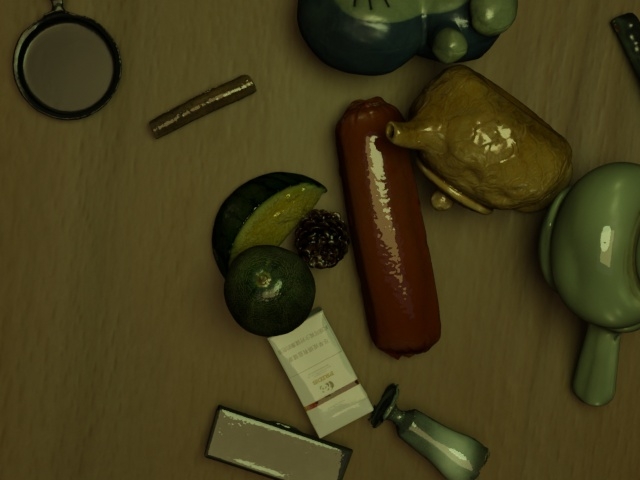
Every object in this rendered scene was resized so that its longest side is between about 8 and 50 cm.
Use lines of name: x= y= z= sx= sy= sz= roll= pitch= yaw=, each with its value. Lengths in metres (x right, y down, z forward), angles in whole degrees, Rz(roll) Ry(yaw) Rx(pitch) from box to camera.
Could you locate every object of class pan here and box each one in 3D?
pan: x=-0.327 y=-0.271 z=1.114 sx=0.136 sy=0.028 sz=0.235 roll=-7 pitch=98 yaw=-5

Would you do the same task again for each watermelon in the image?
watermelon: x=-0.089 y=-0.031 z=1.150 sx=0.181 sy=0.092 sz=0.075 roll=-51 pitch=52 yaw=2

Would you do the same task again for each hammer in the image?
hammer: x=0.459 y=-0.170 z=1.163 sx=0.033 sy=0.111 sz=0.288 roll=-22 pitch=87 yaw=-6

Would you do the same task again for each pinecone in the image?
pinecone: x=0.000 y=0.000 z=1.135 sx=0.077 sy=0.083 sz=0.077 roll=4 pitch=107 yaw=13

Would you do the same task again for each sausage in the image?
sausage: x=0.087 y=-0.012 z=1.136 sx=0.097 sy=0.094 sz=0.348 roll=-11 pitch=95 yaw=2

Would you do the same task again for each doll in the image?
doll: x=0.101 y=-0.295 z=1.086 sx=0.258 sy=0.154 sz=0.228 roll=2 pitch=54 yaw=-6

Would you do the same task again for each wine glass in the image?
wine glass: x=0.144 y=0.261 z=1.171 sx=0.155 sy=0.072 sz=0.072 roll=35 pitch=90 yaw=-5

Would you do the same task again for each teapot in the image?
teapot: x=0.356 y=0.061 z=1.109 sx=0.220 sy=0.149 sz=0.318 roll=9 pitch=91 yaw=-39
teapot: x=0.201 y=-0.101 z=1.100 sx=0.311 sy=0.203 sz=0.167 roll=21 pitch=113 yaw=-39

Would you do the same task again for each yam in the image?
yam: x=-0.153 y=-0.174 z=1.135 sx=0.145 sy=0.032 sz=0.032 roll=-27 pitch=96 yaw=-2

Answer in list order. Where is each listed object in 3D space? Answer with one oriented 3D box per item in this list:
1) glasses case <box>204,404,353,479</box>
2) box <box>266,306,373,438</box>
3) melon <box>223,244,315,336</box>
glasses case: x=-0.057 y=0.281 z=1.169 sx=0.190 sy=0.042 sz=0.072 roll=20 pitch=86 yaw=-6
box: x=0.000 y=0.176 z=1.168 sx=0.084 sy=0.040 sz=0.154 roll=-28 pitch=96 yaw=-5
melon: x=-0.064 y=0.063 z=1.091 sx=0.114 sy=0.167 sz=0.114 roll=-1 pitch=78 yaw=3
